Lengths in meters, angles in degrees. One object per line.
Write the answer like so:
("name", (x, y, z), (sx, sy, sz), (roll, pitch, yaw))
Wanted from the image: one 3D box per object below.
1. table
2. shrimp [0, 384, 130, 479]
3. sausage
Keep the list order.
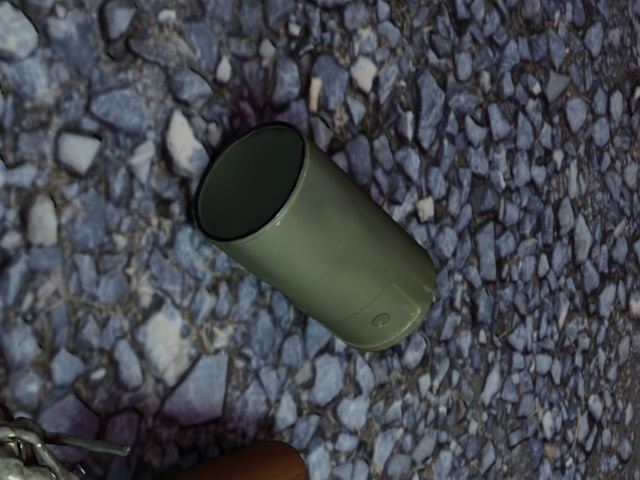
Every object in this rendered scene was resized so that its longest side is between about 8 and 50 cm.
("table", (0.000, 0.000, 1.038), (0.220, 0.126, 0.126), (40, 62, -41))
("shrimp", (-0.240, 0.162, 0.760), (0.221, 0.166, 0.411), (-17, 91, -14))
("sausage", (-0.084, 0.223, 0.928), (0.289, 0.086, 0.086), (0, 91, -69))
